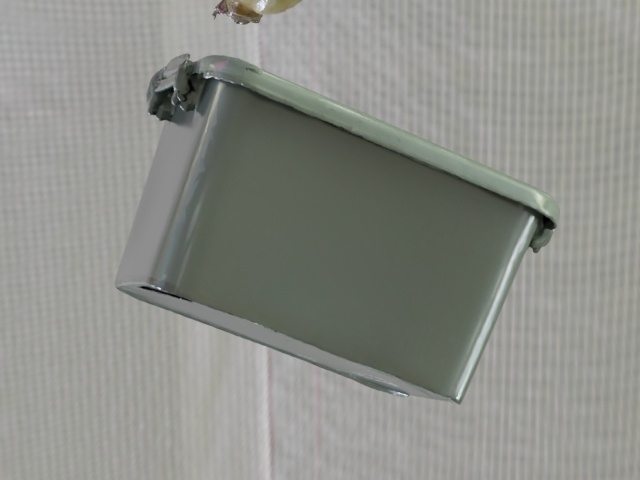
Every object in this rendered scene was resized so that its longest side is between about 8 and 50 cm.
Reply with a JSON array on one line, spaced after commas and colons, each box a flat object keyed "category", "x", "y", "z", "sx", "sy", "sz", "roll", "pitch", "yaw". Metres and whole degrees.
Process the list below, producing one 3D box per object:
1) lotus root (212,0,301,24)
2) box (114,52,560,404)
[{"category": "lotus root", "x": -0.028, "y": -0.201, "z": 1.301, "sx": 0.073, "sy": 0.062, "sz": 0.150, "roll": 25, "pitch": -47, "yaw": -11}, {"category": "box", "x": 0.000, "y": 0.000, "z": 1.102, "sx": 0.243, "sy": 0.163, "sz": 0.135, "roll": 23, "pitch": -97, "yaw": -17}]
